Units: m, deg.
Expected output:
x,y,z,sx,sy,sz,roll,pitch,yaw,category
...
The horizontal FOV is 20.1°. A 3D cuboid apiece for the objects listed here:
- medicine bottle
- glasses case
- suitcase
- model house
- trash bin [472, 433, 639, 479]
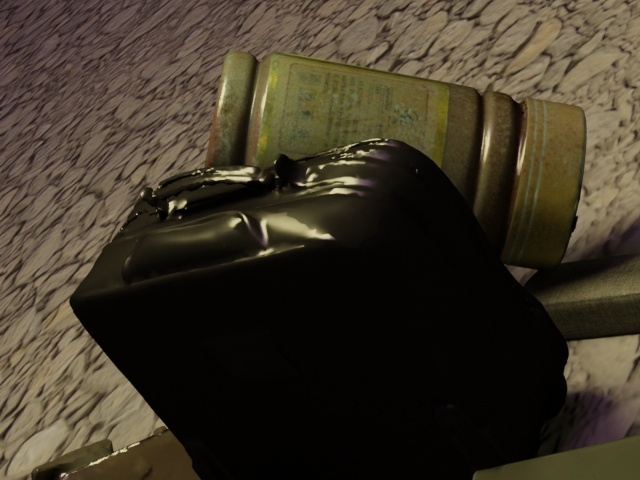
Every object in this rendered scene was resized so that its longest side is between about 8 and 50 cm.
x,y,z,sx,sy,sz,roll,pitch,yaw,category
0.063,-0.073,1.608,0.323,0.151,0.151,10,29,-3,medicine bottle
0.268,0.043,1.571,0.205,0.047,0.071,-10,32,44,glasses case
-0.004,0.078,1.496,0.345,0.339,0.188,-11,37,42,suitcase
-0.184,0.245,1.692,0.229,0.122,0.188,-25,8,-14,model house
0.224,0.212,1.218,0.241,0.122,0.164,-21,26,24,trash bin
